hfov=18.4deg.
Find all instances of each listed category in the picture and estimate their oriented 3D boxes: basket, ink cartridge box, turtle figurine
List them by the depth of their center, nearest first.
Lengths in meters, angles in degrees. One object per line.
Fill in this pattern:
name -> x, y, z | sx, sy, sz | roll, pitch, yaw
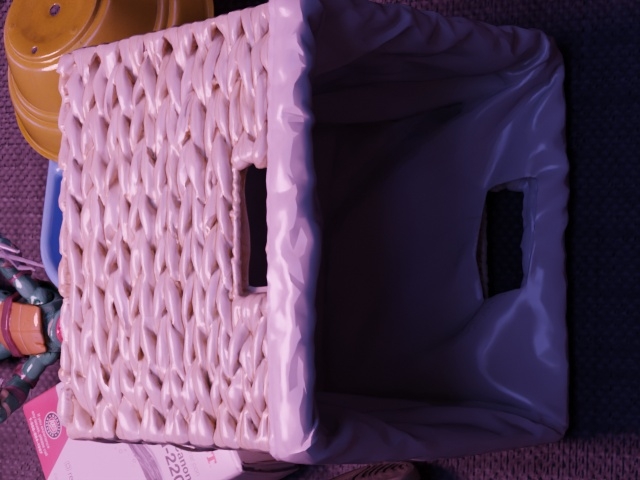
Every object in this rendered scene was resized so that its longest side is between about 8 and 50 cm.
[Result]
basket -> 0.000, 0.000, 1.512 | 0.266, 0.331, 0.328 | -4, 85, 42
ink cartridge box -> -0.142, 0.171, 1.744 | 0.218, 0.092, 0.159 | -30, 71, 29
turtle figurine -> -0.286, 0.082, 1.837 | 0.234, 0.118, 0.175 | -2, 87, 48

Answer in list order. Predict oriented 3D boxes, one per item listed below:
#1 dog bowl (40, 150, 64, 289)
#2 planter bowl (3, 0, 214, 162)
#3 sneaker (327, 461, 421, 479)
dog bowl -> -0.163, -0.063, 1.722 | 0.166, 0.074, 0.297 | -12, 60, 29
planter bowl -> -0.206, -0.181, 1.704 | 0.217, 0.090, 0.217 | -15, 59, 27
sneaker -> 0.008, 0.269, 1.651 | 0.222, 0.083, 0.118 | -27, 91, 25
